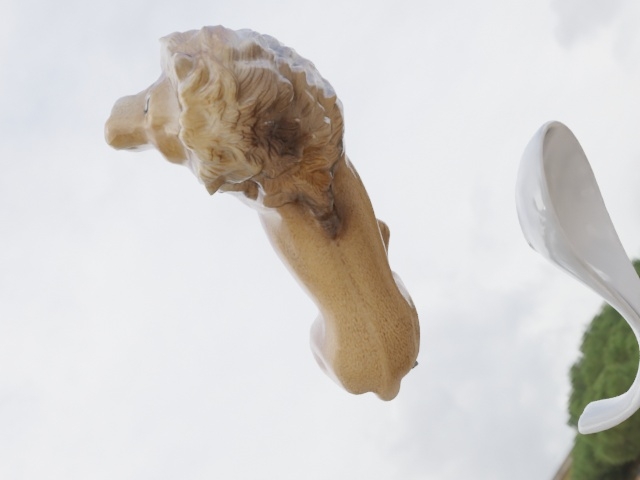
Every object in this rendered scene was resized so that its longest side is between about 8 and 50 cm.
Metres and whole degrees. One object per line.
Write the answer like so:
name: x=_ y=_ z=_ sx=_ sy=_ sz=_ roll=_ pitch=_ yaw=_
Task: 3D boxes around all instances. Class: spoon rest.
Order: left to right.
spoon rest: x=0.236 y=0.028 z=0.965 sx=0.137 sy=0.084 sz=0.276 roll=-33 pitch=-71 yaw=-58

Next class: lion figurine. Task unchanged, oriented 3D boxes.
lion figurine: x=0.000 y=0.000 z=0.826 sx=0.142 sy=0.240 sz=0.392 roll=-35 pitch=-68 yaw=2
